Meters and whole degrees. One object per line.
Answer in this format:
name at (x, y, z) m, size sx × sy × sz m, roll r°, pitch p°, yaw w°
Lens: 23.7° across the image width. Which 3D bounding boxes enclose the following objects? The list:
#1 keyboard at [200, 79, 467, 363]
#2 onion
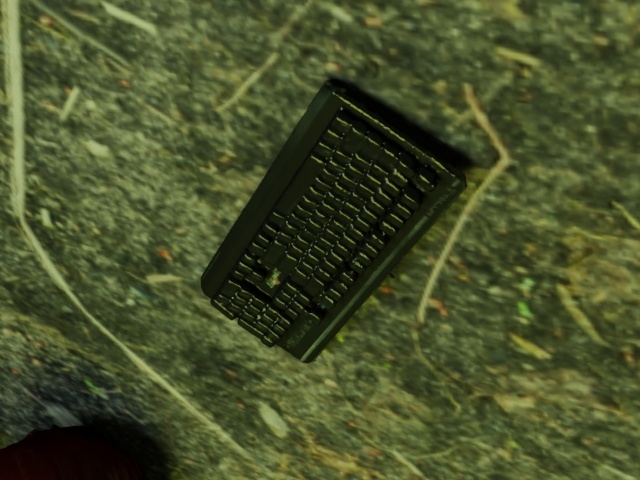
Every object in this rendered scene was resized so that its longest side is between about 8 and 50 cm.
keyboard at (0.000, 0.000, 0.854) m, size 0.094 × 0.025 × 0.230 m, roll 34°, pitch 144°, yaw -2°
onion at (-0.225, 0.237, 1.128) m, size 0.161 × 0.248 × 0.248 m, roll 41°, pitch 146°, yaw 13°
